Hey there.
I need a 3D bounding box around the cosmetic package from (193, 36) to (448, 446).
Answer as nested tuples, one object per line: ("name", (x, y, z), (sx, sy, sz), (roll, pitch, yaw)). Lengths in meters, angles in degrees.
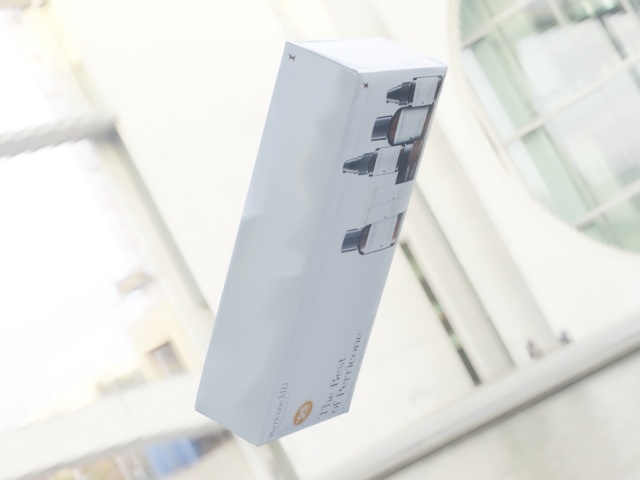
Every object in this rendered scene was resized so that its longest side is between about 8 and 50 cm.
("cosmetic package", (0.000, 0.000, 0.933), (0.099, 0.060, 0.239), (-11, -58, -51))
